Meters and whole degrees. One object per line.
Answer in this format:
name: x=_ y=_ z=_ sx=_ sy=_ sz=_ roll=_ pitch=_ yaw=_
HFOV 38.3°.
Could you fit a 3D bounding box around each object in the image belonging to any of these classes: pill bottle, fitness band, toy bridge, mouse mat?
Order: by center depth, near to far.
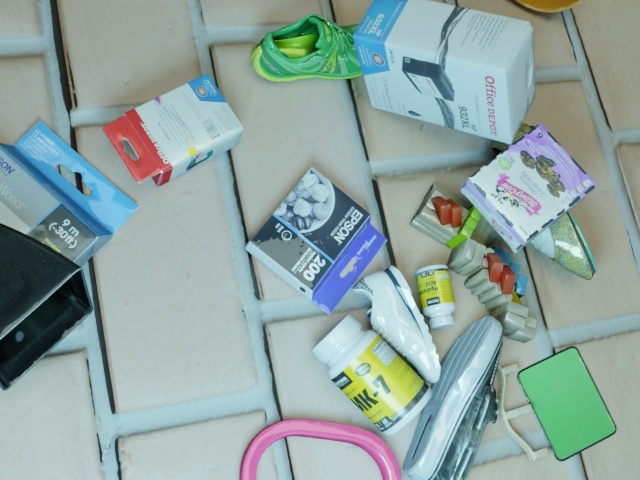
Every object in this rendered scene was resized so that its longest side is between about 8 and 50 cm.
fitness band: x=0.001 y=0.422 z=1.607 sx=0.290 sy=0.054 sz=0.209 roll=11 pitch=67 yaw=-13
pill bottle: x=0.089 y=0.238 z=1.652 sx=0.208 sy=0.119 sz=0.119 roll=45 pitch=67 yaw=2
toy bridge: x=0.372 y=0.327 z=1.753 sx=0.063 sy=0.026 sz=0.188 roll=-14 pitch=77 yaw=-18
pill bottle: x=0.223 y=0.109 z=1.760 sx=0.065 sy=0.065 sz=0.116 roll=-6 pitch=74 yaw=-17
mouse mat: x=0.481 y=0.317 z=1.798 sx=0.152 sy=0.007 sz=0.190 roll=-20 pitch=78 yaw=-21

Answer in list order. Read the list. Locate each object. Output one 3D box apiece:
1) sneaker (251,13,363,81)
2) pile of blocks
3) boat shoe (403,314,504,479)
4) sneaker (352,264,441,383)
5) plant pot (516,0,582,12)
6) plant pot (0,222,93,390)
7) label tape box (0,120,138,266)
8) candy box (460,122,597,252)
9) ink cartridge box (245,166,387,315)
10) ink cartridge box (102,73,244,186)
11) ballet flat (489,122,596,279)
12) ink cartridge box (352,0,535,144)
sneaker: x=0.012 y=-0.383 z=1.828 sx=0.295 sy=0.123 sz=0.109 roll=-14 pitch=77 yaw=-20
pile of blocks: x=0.329 y=0.028 z=1.791 sx=0.149 sy=0.112 sz=0.362 roll=-34 pitch=84 yaw=-22
boat shoe: x=0.268 y=0.304 z=1.696 sx=0.119 sy=0.121 sz=0.335 roll=31 pitch=78 yaw=-13
sneaker: x=0.147 y=0.167 z=1.720 sx=0.094 sy=0.090 sz=0.235 roll=-25 pitch=77 yaw=-9
plant pot: x=0.514 y=-0.642 z=2.028 sx=0.205 sy=0.205 sz=0.188 roll=25 pitch=52 yaw=-7
plant pot: x=-0.480 y=0.087 z=1.399 sx=0.167 sy=0.187 sz=0.188 roll=39 pitch=66 yaw=11
label tape box: x=-0.515 y=-0.033 z=1.573 sx=0.249 sy=0.115 sz=0.348 roll=42 pitch=68 yaw=-1
candy box: x=0.397 y=-0.101 z=1.764 sx=0.196 sy=0.070 sz=0.165 roll=-37 pitch=79 yaw=-17
ink cartridge box: x=0.000 y=0.000 z=1.745 sx=0.208 sy=0.045 sz=0.206 roll=39 pitch=66 yaw=-2
ink cartridge box: x=-0.276 y=-0.195 z=1.711 sx=0.231 sy=0.078 sz=0.134 roll=-31 pitch=82 yaw=-22
ballet flat: x=0.438 y=-0.067 z=1.861 sx=0.123 sy=0.123 sz=0.349 roll=-16 pitch=77 yaw=-20
ink cartridge box: x=0.240 y=-0.329 z=1.757 sx=0.307 sy=0.223 sz=0.129 roll=19 pitch=65 yaw=24
